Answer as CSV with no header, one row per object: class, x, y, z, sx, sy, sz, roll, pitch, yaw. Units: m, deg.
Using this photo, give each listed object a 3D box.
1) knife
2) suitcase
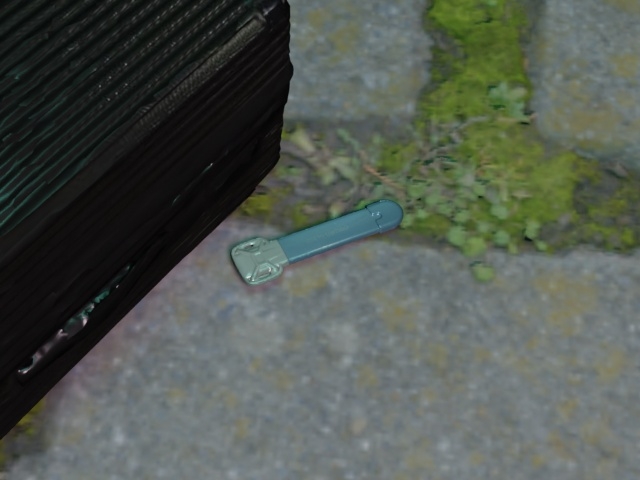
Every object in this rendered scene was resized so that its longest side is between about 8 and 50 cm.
knife,0.000,0.000,0.778,0.096,0.010,0.027,-20,58,-17
suitcase,-0.193,-0.035,0.710,0.229,0.152,0.335,34,61,19
